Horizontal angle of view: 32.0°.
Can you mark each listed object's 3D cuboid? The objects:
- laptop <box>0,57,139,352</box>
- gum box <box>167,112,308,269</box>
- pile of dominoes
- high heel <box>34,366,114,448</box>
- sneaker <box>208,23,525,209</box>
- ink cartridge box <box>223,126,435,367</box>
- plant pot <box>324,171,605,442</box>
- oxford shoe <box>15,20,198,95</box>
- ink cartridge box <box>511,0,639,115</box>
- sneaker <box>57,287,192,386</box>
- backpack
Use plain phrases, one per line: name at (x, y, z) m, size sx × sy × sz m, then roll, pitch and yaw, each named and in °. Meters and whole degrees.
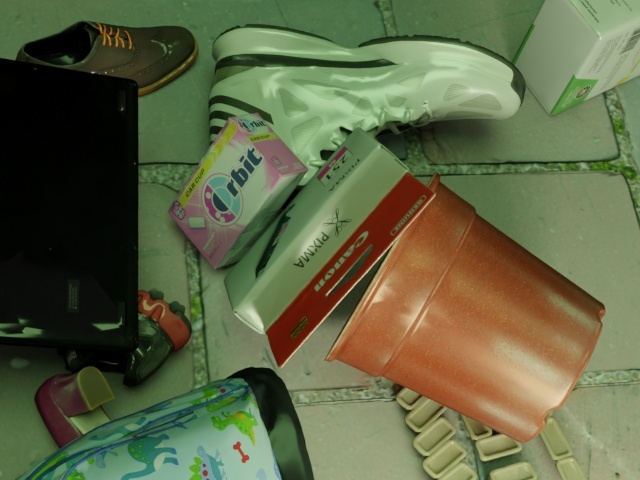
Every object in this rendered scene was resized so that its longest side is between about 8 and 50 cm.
laptop at (-0.451, -0.014, 1.388) m, size 0.408 × 0.236 × 0.381 m, roll 6°, pitch 62°, yaw -21°
gum box at (-0.113, -0.060, 1.459) m, size 0.107 × 0.188 × 0.062 m, roll 48°, pitch 33°, yaw 17°
pile of dominoes at (0.214, 0.266, 1.438) m, size 0.196 × 0.040 × 0.251 m, roll -13°, pitch 58°, yaw -16°
high heel at (-0.268, 0.273, 1.335) m, size 0.082 × 0.117 × 0.244 m, roll -27°, pitch 91°, yaw -47°
sneaker at (0.059, -0.146, 1.566) m, size 0.448 × 0.169 × 0.257 m, roll 5°, pitch 70°, yaw 1°
ink cartridge box at (0.000, 0.000, 1.357) m, size 0.060 × 0.239 × 0.275 m, roll 40°, pitch 95°, yaw -17°
plant pot at (0.187, 0.098, 1.382) m, size 0.265 × 0.272 × 0.272 m, roll 30°, pitch 62°, yaw 2°
oxford shoe at (-0.294, -0.261, 1.571) m, size 0.271 × 0.098 × 0.097 m, roll -20°, pitch 67°, yaw -24°
ink cartridge box at (0.455, -0.331, 1.687) m, size 0.278 × 0.201 × 0.117 m, roll -26°, pitch 70°, yaw -21°
sneaker at (-0.304, 0.090, 1.387) m, size 0.276 × 0.097 × 0.135 m, roll 28°, pitch 59°, yaw 4°
backpack at (-0.173, 0.306, 1.180) m, size 0.356 × 0.273 × 0.290 m, roll -11°, pitch 85°, yaw -20°
